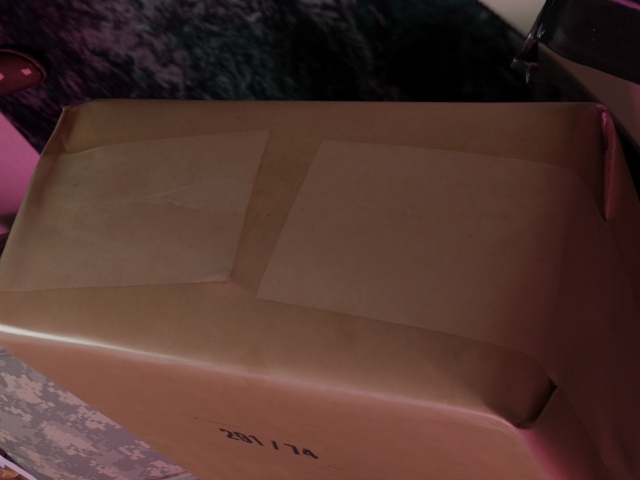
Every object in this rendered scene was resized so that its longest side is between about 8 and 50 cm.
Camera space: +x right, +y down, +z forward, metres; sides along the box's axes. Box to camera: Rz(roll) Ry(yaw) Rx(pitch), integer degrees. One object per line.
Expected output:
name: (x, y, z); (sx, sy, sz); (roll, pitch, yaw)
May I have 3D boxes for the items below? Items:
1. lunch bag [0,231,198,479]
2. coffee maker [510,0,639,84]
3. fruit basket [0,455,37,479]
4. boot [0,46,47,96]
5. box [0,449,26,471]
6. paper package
lunch bag: (-0.175, 0.098, 0.922); (0.287, 0.169, 0.235); (-12, 134, 34)
coffee maker: (0.195, -0.102, 0.453); (0.178, 0.120, 0.171); (24, 178, 1)
fruit basket: (-0.460, 0.271, 1.163); (0.327, 0.165, 0.353); (-29, 115, 38)
boot: (-0.254, -0.081, 0.756); (0.106, 0.114, 0.037); (-3, 141, 37)
box: (-0.433, 0.235, 1.354); (0.128, 0.122, 0.257); (16, 148, 11)
paper package: (0.028, 0.063, 0.645); (0.325, 0.168, 0.309); (4, 152, 30)
